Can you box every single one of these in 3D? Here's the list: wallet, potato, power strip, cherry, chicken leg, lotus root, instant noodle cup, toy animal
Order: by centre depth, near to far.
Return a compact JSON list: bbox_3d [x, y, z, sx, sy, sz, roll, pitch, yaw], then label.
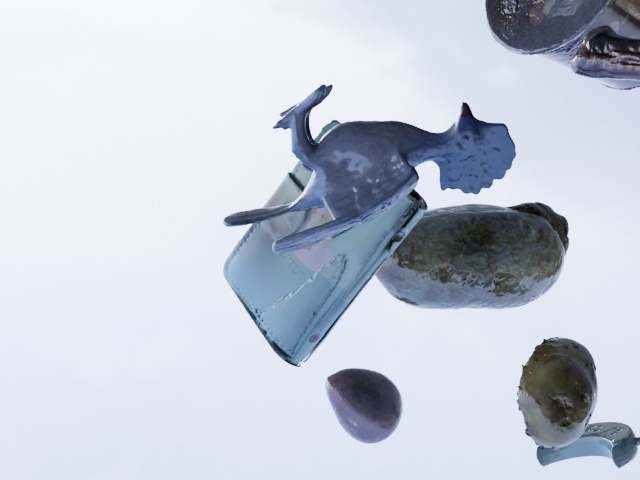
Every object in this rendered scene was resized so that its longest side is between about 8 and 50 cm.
[{"bbox_3d":[0.345,-0.136,0.898,0.158,0.095,0.407,-9,-160,-6],"label":"chicken leg"},{"bbox_3d":[0.035,-0.060,0.932,0.176,0.255,0.239,49,-161,-7],"label":"toy animal"},{"bbox_3d":[0.000,0.000,1.216,0.075,0.250,0.176,15,-151,-48],"label":"wallet"},{"bbox_3d":[0.360,-0.311,1.351,0.207,0.217,0.217,18,-156,-38],"label":"instant noodle cup"},{"bbox_3d":[0.333,0.191,1.397,0.101,0.089,0.172,40,-123,-35],"label":"potato"},{"bbox_3d":[0.211,0.028,1.513,0.350,0.175,0.175,-4,-146,-19],"label":"lotus root"},{"bbox_3d":[0.076,0.260,1.761,0.148,0.115,0.188,17,-150,-2],"label":"cherry"},{"bbox_3d":[0.516,0.378,1.908,0.137,0.044,0.216,-21,-175,-42],"label":"power strip"}]
